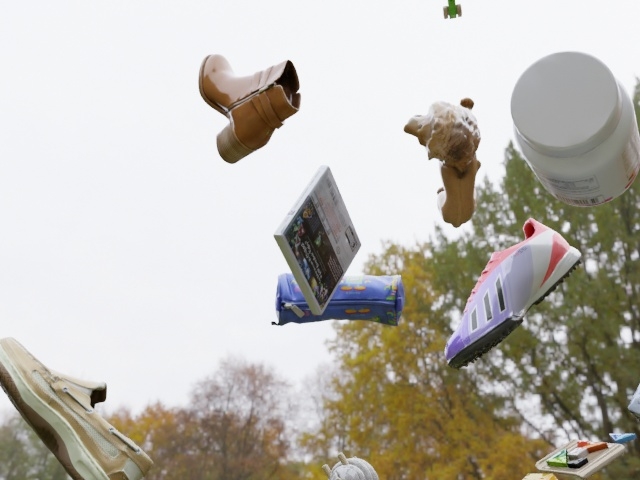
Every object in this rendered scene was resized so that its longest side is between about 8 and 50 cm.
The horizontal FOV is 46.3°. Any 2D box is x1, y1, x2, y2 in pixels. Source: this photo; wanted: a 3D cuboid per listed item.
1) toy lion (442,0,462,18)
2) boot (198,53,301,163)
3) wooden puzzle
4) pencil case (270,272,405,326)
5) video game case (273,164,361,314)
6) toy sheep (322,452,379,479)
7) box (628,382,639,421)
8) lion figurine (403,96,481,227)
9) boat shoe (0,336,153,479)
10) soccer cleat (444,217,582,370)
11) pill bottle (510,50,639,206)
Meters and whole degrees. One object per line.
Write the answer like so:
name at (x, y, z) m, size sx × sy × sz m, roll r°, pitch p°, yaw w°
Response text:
toy lion at (0.231, -0.442, 1.335) m, size 0.034 × 0.096 × 0.100 m, roll -7°, pitch -58°, yaw 11°
boot at (-0.099, -0.225, 1.099) m, size 0.152 × 0.197 × 0.073 m, roll -33°, pitch -26°, yaw 35°
wooden puzzle at (0.272, 0.228, 0.792) m, size 0.116 × 0.014 × 0.079 m, roll -22°, pitch 2°, yaw -32°
pencil case at (0.039, 0.136, 1.707) m, size 0.306 × 0.133 × 0.119 m, roll 0°, pitch -79°, yaw 3°
video game case at (0.000, 0.000, 1.257) m, size 0.022 × 0.173 × 0.190 m, roll 6°, pitch -43°, yaw 32°
toy sheep at (0.050, 0.387, 1.189) m, size 0.091 × 0.091 × 0.132 m, roll -15°, pitch -25°, yaw 25°
box at (0.381, 0.141, 0.731) m, size 0.072 × 0.137 × 0.126 m, roll 21°, pitch -15°, yaw 49°
lion figurine at (0.290, -0.147, 1.608) m, size 0.142 × 0.240 × 0.392 m, roll -11°, pitch -52°, yaw 16°
boat shoe at (-0.225, 0.151, 0.677) m, size 0.190 × 0.072 × 0.068 m, roll 46°, pitch -27°, yaw 13°
soccer cleat at (0.296, 0.087, 1.236) m, size 0.116 × 0.318 × 0.108 m, roll 46°, pitch -24°, yaw 13°
pill bottle at (0.368, -0.154, 1.075) m, size 0.161 × 0.160 × 0.283 m, roll -13°, pitch -16°, yaw 23°
